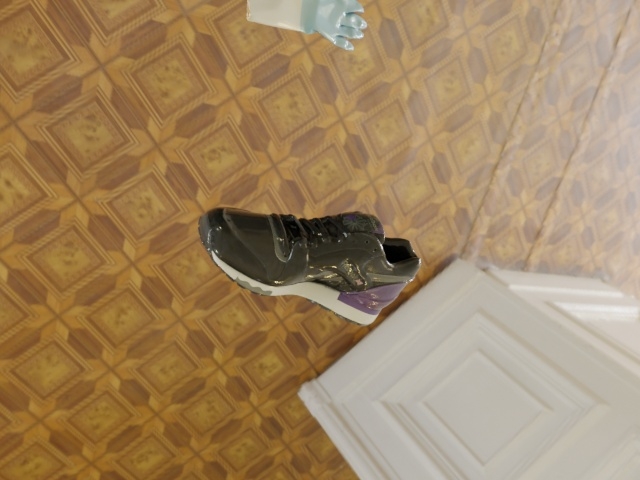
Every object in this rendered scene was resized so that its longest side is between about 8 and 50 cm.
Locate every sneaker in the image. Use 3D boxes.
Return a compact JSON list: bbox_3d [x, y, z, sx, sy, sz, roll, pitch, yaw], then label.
[{"bbox_3d":[0.000,0.000,0.722,0.283,0.107,0.124,22,124,-41],"label":"sneaker"}]

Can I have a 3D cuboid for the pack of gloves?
[{"bbox_3d":[0.007,-0.374,0.870,0.232,0.046,0.195,-1,96,-47],"label":"pack of gloves"}]
